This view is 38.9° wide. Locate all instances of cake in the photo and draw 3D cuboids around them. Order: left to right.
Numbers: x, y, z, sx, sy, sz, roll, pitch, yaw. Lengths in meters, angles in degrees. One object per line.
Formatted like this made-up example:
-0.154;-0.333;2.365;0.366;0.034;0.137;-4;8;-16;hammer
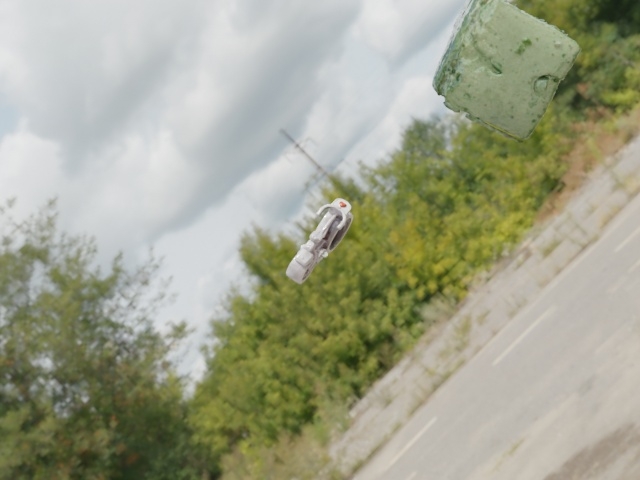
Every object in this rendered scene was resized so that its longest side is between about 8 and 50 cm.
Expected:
0.180;-0.200;0.833;0.099;0.100;0.235;-63;0;39;cake

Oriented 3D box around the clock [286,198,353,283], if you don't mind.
0.000;0.000;1.229;0.129;0.041;0.087;-50;-13;-28;clock
